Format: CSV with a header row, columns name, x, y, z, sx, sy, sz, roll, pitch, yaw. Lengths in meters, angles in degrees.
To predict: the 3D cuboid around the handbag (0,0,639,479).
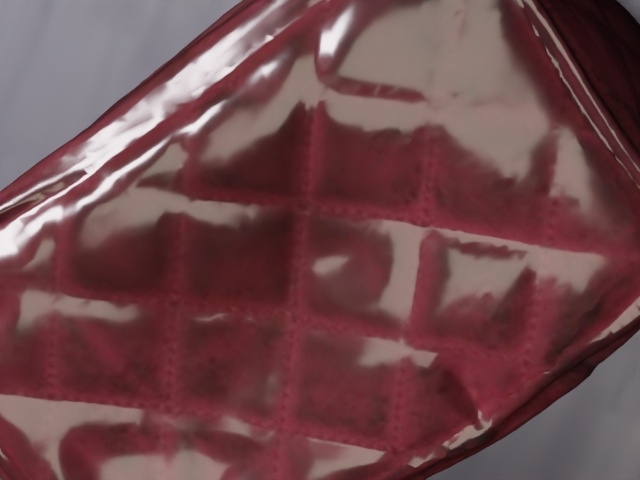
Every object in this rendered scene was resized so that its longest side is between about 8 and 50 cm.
name,x,y,z,sx,sy,sz,roll,pitch,yaw
handbag,0.000,0.000,0.556,0.225,0.135,0.146,-34,93,15
